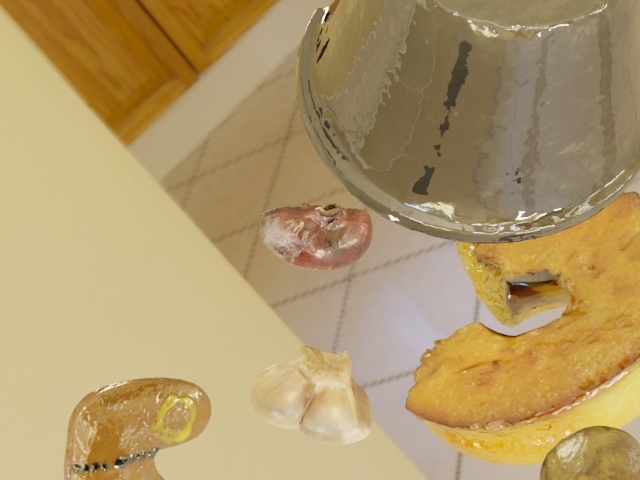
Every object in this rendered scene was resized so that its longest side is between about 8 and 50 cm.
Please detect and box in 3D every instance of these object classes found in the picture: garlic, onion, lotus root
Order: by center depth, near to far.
[{"bbox_3d":[0.285,0.264,1.236,0.138,0.138,0.214,-35,1,8],"label":"lotus root"},{"bbox_3d":[-0.010,0.221,1.698,0.175,0.099,0.124,8,59,5],"label":"garlic"},{"bbox_3d":[0.000,0.000,2.038,0.151,0.206,0.098,140,130,-64],"label":"onion"}]

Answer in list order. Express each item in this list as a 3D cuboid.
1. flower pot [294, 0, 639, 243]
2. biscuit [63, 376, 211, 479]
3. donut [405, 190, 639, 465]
[{"bbox_3d":[0.171,-0.207,1.139,0.380,0.251,0.379,1,63,-3],"label":"flower pot"},{"bbox_3d":[-0.313,0.374,2.099,0.052,0.262,0.277,19,103,56],"label":"biscuit"},{"bbox_3d":[0.328,0.126,1.666,0.378,0.163,0.435,-2,46,34],"label":"donut"}]
